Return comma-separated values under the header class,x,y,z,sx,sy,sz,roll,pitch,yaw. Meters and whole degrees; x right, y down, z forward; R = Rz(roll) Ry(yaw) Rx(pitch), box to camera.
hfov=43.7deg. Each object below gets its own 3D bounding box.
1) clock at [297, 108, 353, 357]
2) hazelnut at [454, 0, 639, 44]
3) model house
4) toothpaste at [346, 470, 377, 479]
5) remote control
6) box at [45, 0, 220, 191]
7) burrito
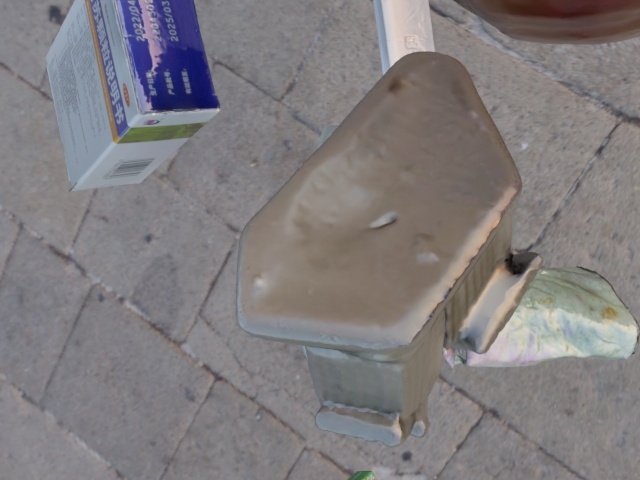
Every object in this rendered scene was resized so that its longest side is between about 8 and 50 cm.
class,x,y,z,sx,sy,sz,roll,pitch,yaw
clock,0.000,0.000,0.712,0.053,0.236,0.236,9,105,6
hazelnut,0.246,-0.337,0.647,0.421,0.421,0.352,-4,83,25
model house,0.059,0.020,0.514,0.122,0.229,0.188,21,151,32
toothpaste,0.010,0.362,1.027,0.037,0.178,0.043,-20,96,52
remote control,0.143,-0.405,1.399,0.034,0.103,0.250,-4,95,64
box,-0.249,-0.201,1.010,0.299,0.106,0.200,-24,78,55
burrito,0.216,0.076,0.871,0.229,0.144,0.089,-1,122,-19
